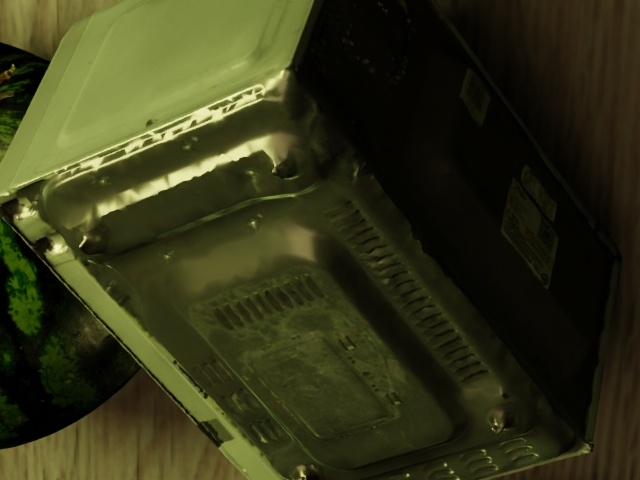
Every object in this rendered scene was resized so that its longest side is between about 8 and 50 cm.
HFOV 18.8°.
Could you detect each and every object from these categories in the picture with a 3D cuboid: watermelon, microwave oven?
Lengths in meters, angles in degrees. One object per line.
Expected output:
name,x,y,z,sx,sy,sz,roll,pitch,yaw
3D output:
watermelon,-0.220,0.002,1.215,0.269,0.269,0.269,9,111,25
microwave oven,0.000,0.000,1.071,0.237,0.181,0.295,-19,124,32
